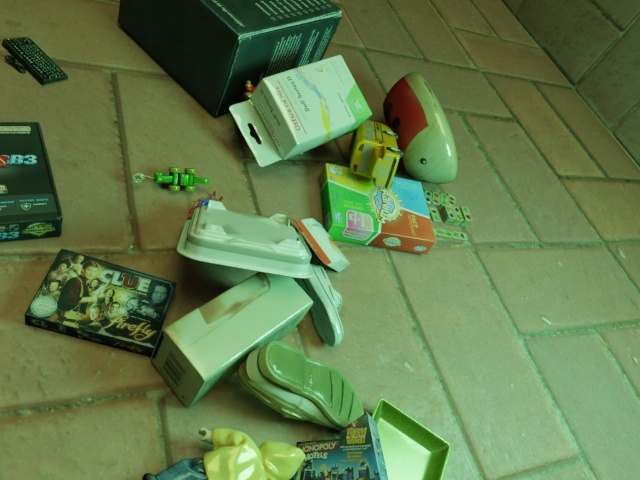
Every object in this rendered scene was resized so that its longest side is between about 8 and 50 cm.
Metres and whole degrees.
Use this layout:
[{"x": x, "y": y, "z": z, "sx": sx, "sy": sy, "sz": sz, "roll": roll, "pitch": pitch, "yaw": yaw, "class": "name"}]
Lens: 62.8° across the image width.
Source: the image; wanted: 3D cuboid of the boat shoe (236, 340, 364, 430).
[{"x": -0.034, "y": 0.303, "z": 1.057, "sx": 0.302, "sy": 0.103, "sz": 0.113, "roll": 42, "pitch": 36, "yaw": -27, "class": "boat shoe"}]

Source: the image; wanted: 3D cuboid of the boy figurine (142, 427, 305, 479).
[{"x": -0.164, "y": 0.411, "z": 0.924, "sx": 0.285, "sy": 0.092, "sz": 0.177, "roll": -8, "pitch": 57, "yaw": -34, "class": "boy figurine"}]

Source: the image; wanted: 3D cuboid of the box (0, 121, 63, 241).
[{"x": -0.724, "y": -0.126, "z": 1.095, "sx": 0.295, "sy": 0.073, "sz": 0.294, "roll": -7, "pitch": 58, "yaw": -33, "class": "box"}]

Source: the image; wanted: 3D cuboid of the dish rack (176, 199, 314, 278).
[{"x": -0.160, "y": -0.015, "z": 1.161, "sx": 0.285, "sy": 0.073, "sz": 0.333, "roll": 12, "pitch": 13, "yaw": -13, "class": "dish rack"}]

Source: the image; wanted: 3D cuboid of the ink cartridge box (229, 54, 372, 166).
[{"x": -0.052, "y": -0.366, "z": 1.474, "sx": 0.353, "sy": 0.119, "sz": 0.207, "roll": -29, "pitch": 90, "yaw": -30, "class": "ink cartridge box"}]

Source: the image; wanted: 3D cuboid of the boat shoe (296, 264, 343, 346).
[{"x": 0.016, "y": 0.142, "z": 1.247, "sx": 0.075, "sy": 0.083, "sz": 0.226, "roll": -6, "pitch": 56, "yaw": -30, "class": "boat shoe"}]

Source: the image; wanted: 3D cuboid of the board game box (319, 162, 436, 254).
[{"x": 0.161, "y": -0.093, "z": 1.522, "sx": 0.316, "sy": 0.064, "sz": 0.242, "roll": 8, "pitch": 50, "yaw": -18, "class": "board game box"}]

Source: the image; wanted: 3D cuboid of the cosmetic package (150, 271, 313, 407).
[{"x": -0.176, "y": 0.183, "z": 1.067, "sx": 0.129, "sy": 0.153, "sz": 0.296, "roll": 48, "pitch": 46, "yaw": 13, "class": "cosmetic package"}]

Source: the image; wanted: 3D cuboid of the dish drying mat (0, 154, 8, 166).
[{"x": -0.699, "y": -0.170, "z": 1.089, "sx": 0.083, "sy": 0.008, "sz": 0.032, "roll": 6, "pitch": 51, "yaw": -25, "class": "dish drying mat"}]

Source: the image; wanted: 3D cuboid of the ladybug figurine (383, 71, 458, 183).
[{"x": 0.314, "y": -0.364, "z": 1.720, "sx": 0.161, "sy": 0.305, "sz": 0.450, "roll": -17, "pitch": 50, "yaw": 5, "class": "ladybug figurine"}]

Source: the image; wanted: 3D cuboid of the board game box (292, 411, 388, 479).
[{"x": 0.047, "y": 0.430, "z": 0.985, "sx": 0.194, "sy": 0.194, "sz": 0.060, "roll": -82, "pitch": 151, "yaw": -42, "class": "board game box"}]

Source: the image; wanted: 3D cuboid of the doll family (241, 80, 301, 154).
[{"x": -0.157, "y": -0.343, "z": 1.560, "sx": 0.263, "sy": 0.118, "sz": 0.163, "roll": 52, "pitch": 50, "yaw": -6, "class": "doll family"}]

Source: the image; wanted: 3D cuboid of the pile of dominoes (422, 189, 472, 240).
[{"x": 0.361, "y": -0.099, "z": 1.662, "sx": 0.251, "sy": 0.040, "sz": 0.196, "roll": 8, "pitch": 50, "yaw": -22, "class": "pile of dominoes"}]

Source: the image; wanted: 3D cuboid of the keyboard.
[{"x": -0.773, "y": -0.481, "z": 1.398, "sx": 0.180, "sy": 0.023, "sz": 0.108, "roll": 43, "pitch": 46, "yaw": 11, "class": "keyboard"}]

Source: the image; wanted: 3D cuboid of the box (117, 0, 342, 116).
[{"x": -0.281, "y": -0.703, "z": 1.650, "sx": 0.480, "sy": 0.297, "sz": 0.471, "roll": 45, "pitch": 45, "yaw": 12, "class": "box"}]

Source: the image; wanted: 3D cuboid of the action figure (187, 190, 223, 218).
[{"x": -0.293, "y": -0.087, "z": 1.317, "sx": 0.038, "sy": 0.030, "sz": 0.115, "roll": 40, "pitch": 48, "yaw": 2, "class": "action figure"}]

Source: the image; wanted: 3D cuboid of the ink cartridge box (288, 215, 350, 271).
[{"x": 0.000, "y": 0.000, "z": 1.313, "sx": 0.045, "sy": 0.179, "sz": 0.145, "roll": -38, "pitch": 70, "yaw": 3, "class": "ink cartridge box"}]

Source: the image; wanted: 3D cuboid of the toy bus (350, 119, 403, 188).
[{"x": 0.160, "y": -0.266, "z": 1.566, "sx": 0.130, "sy": 0.108, "sz": 0.333, "roll": 15, "pitch": 26, "yaw": -4, "class": "toy bus"}]

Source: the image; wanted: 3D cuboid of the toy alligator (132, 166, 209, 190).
[{"x": -0.377, "y": -0.157, "z": 1.318, "sx": 0.189, "sy": 0.056, "sz": 0.051, "roll": 0, "pitch": 11, "yaw": -26, "class": "toy alligator"}]

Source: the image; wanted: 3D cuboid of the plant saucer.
[{"x": 0.162, "y": 0.456, "z": 1.088, "sx": 0.188, "sy": 0.045, "sz": 0.188, "roll": 34, "pitch": 46, "yaw": 2, "class": "plant saucer"}]

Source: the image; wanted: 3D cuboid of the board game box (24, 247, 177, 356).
[{"x": -0.432, "y": 0.124, "z": 1.056, "sx": 0.243, "sy": 0.042, "sz": 0.165, "roll": 18, "pitch": 47, "yaw": -13, "class": "board game box"}]
